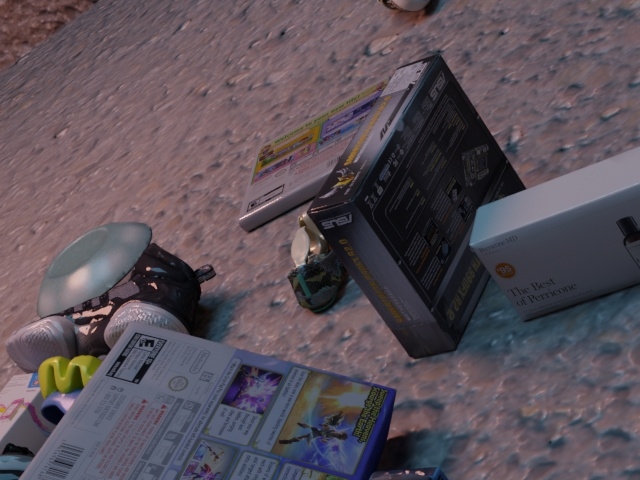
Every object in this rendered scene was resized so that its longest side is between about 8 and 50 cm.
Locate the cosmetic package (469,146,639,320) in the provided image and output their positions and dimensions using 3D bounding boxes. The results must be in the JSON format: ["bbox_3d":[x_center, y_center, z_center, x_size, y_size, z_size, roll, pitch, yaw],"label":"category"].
[{"bbox_3d":[0.253,-0.015,1.215,0.239,0.099,0.060,-22,27,31],"label":"cosmetic package"}]

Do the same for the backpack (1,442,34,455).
[{"bbox_3d":[-0.298,0.273,1.379,0.115,0.152,0.182,-34,10,-17],"label":"backpack"}]

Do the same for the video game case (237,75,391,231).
[{"bbox_3d":[-0.001,-0.111,1.823,0.212,0.023,0.193,-27,25,21],"label":"video game case"}]

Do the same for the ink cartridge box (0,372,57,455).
[{"bbox_3d":[-0.348,0.212,1.663,0.089,0.052,0.122,-11,35,43],"label":"ink cartridge box"}]

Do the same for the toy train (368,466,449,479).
[{"bbox_3d":[0.050,0.247,0.998,0.080,0.105,0.184,-14,32,42],"label":"toy train"}]

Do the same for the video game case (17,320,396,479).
[{"bbox_3d":[-0.089,0.186,1.154,0.244,0.061,0.269,13,33,11],"label":"video game case"}]

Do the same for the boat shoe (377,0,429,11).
[{"bbox_3d":[0.115,-0.371,2.094,0.219,0.078,0.070,-91,23,-58],"label":"boat shoe"}]

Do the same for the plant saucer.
[{"bbox_3d":[-0.320,0.029,1.979,0.195,0.037,0.195,-30,24,15],"label":"plant saucer"}]

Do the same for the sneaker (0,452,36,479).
[{"bbox_3d":[-0.202,0.259,1.175,0.283,0.107,0.124,8,40,3],"label":"sneaker"}]

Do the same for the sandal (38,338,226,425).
[{"bbox_3d":[-0.160,0.180,1.415,0.317,0.126,0.138,-14,56,39],"label":"sandal"}]

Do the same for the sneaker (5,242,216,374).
[{"bbox_3d":[-0.237,0.089,1.688,0.269,0.101,0.153,-10,34,35],"label":"sneaker"}]

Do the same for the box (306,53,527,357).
[{"bbox_3d":[0.098,-0.036,1.357,0.056,0.183,0.231,-13,33,39],"label":"box"}]

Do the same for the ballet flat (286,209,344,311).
[{"bbox_3d":[0.000,0.000,1.569,0.070,0.070,0.188,-27,25,20],"label":"ballet flat"}]
